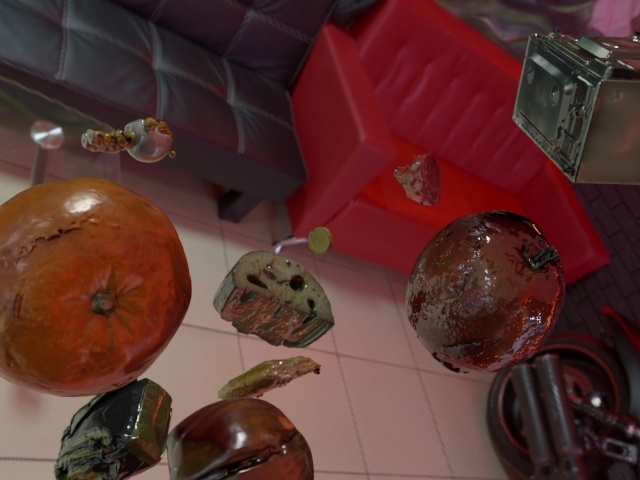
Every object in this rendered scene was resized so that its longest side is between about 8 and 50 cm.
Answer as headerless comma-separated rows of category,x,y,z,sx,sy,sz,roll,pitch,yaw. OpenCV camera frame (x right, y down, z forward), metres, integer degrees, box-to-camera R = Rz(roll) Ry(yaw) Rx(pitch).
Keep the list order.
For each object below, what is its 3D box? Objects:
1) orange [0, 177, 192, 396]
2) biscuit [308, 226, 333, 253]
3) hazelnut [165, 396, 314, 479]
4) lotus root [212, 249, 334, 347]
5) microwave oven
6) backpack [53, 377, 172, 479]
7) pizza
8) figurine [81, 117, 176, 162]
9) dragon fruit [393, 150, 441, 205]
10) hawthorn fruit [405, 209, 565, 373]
orange,-0.307,0.058,0.845,0.283,0.284,0.226,17,3,-39
biscuit,0.000,0.000,2.019,0.023,0.084,0.084,-2,57,-55
hazelnut,-0.107,0.321,0.924,0.212,0.180,0.181,62,-1,26
lotus root,-0.093,0.114,1.295,0.234,0.119,0.138,30,44,-24
microwave oven,0.645,-0.309,1.439,0.332,0.247,0.394,2,30,-7
backpack,-0.419,0.392,1.307,0.140,0.253,0.207,52,17,-26
pizza,-0.089,0.307,1.528,0.296,0.189,0.071,-1,65,-54
figurine,-0.292,-0.157,1.025,0.143,0.101,0.068,3,73,-68
dragon fruit,0.261,-0.162,1.809,0.153,0.110,0.153,0,90,-57
hawthorn fruit,0.304,0.090,1.229,0.315,0.316,0.316,30,37,-26
